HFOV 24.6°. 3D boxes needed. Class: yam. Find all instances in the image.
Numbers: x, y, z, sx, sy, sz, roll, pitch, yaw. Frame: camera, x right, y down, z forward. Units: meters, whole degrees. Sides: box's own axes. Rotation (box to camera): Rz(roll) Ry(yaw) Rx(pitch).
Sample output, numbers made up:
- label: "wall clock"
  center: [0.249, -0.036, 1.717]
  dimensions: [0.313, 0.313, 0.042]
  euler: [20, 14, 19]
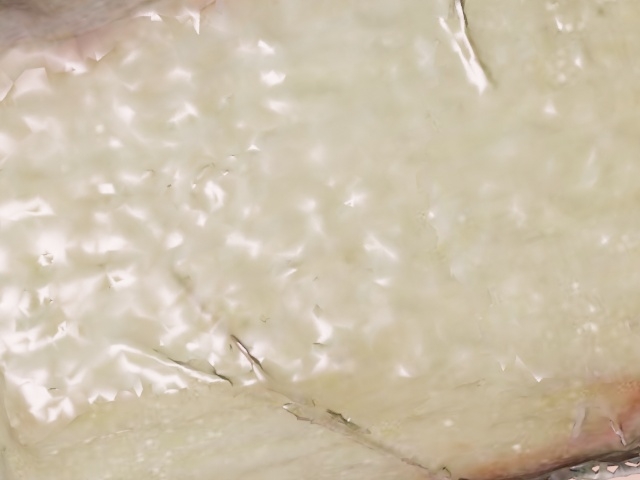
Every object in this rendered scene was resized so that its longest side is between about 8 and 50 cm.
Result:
- label: "yam"
  center: [-0.002, -0.002, 0.436]
  dimensions: [0.271, 0.201, 0.202]
  euler: [-15, 90, -19]
